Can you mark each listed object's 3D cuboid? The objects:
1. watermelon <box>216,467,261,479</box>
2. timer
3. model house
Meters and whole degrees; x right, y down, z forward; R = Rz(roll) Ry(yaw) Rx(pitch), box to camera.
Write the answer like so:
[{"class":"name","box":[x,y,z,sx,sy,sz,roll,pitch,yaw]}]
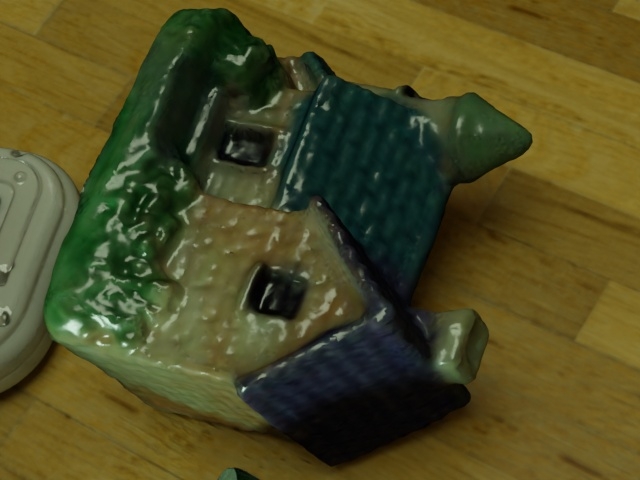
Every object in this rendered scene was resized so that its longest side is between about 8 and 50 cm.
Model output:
[{"class":"watermelon","box":[-0.042,0.276,1.130,0.202,0.136,0.207,-39,82,32]},{"class":"timer","box":[-0.344,0.018,1.328,0.262,0.087,0.237,6,60,15]},{"class":"model house","box":[0.000,0.000,1.167,0.280,0.245,0.312,12,69,27]}]
